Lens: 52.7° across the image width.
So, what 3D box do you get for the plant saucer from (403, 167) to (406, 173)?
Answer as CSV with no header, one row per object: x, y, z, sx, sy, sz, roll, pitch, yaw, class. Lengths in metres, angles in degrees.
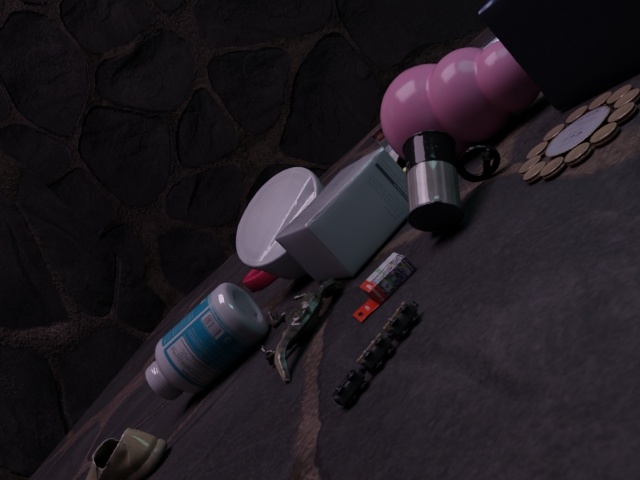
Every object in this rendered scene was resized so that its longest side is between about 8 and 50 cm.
0.205,-0.160,1.503,0.241,0.037,0.241,-41,9,8,plant saucer

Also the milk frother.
0.206,-0.086,0.992,0.143,0.129,0.135,-11,60,19,milk frother

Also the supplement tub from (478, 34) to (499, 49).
0.472,-0.474,1.567,0.198,0.106,0.106,-37,11,34,supplement tub

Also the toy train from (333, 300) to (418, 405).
0.068,0.134,0.775,0.158,0.027,0.036,-48,-1,-22,toy train

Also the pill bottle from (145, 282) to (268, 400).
-0.248,0.223,1.373,0.264,0.146,0.146,-42,9,11,pill bottle

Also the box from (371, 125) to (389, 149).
0.249,-0.307,1.743,0.207,0.114,0.036,-38,11,36,box

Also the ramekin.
-0.067,-0.030,1.543,0.272,0.127,0.273,-30,42,31,ramekin

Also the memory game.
0.345,-0.142,0.867,0.186,0.012,0.186,-43,9,8,memory game

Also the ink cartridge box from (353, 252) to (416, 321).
0.087,0.069,0.974,0.115,0.029,0.063,-44,9,-4,ink cartridge box

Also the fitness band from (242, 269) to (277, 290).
-0.138,0.064,1.960,0.209,0.054,0.291,-50,10,-22,fitness band

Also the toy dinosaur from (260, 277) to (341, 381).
-0.050,0.152,1.114,0.118,0.064,0.268,-28,19,37,toy dinosaur

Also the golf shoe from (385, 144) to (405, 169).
0.223,-0.215,1.421,0.176,0.069,0.086,-43,28,24,golf shoe

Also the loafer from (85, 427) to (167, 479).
-0.401,0.434,1.238,0.268,0.092,0.102,-40,9,23,loafer

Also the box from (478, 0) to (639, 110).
0.484,-0.433,0.967,0.395,0.212,0.293,-49,11,-26,box

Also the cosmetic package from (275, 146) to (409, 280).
0.053,-0.043,1.297,0.224,0.138,0.224,-45,9,-17,cosmetic package

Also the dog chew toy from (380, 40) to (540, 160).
0.272,-0.269,1.229,0.331,0.207,0.207,-22,22,47,dog chew toy
